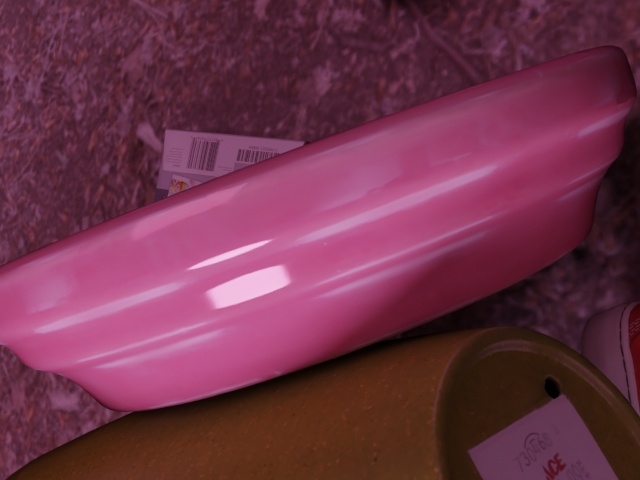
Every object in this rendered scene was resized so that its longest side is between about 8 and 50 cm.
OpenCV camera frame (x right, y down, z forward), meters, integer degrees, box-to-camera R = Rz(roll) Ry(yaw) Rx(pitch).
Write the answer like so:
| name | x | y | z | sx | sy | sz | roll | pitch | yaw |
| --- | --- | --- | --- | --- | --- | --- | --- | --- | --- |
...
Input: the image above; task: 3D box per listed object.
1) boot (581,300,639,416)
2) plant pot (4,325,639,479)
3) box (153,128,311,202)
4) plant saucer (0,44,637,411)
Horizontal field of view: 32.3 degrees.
| name | x | y | z | sx | sy | sz | roll | pitch | yaw |
| --- | --- | --- | --- | --- | --- | --- | --- | --- | --- |
| boot | 0.218 | 0.127 | 0.476 | 0.176 | 0.088 | 0.244 | -19 | 66 | 36 |
| plant pot | 0.008 | 0.162 | 0.497 | 0.293 | 0.275 | 0.274 | -39 | 59 | 39 |
| box | -0.068 | 0.019 | 0.775 | 0.145 | 0.038 | 0.186 | 9 | 87 | 42 |
| plant saucer | 0.000 | 0.000 | 0.547 | 0.332 | 0.332 | 0.084 | -19 | 93 | 38 |
